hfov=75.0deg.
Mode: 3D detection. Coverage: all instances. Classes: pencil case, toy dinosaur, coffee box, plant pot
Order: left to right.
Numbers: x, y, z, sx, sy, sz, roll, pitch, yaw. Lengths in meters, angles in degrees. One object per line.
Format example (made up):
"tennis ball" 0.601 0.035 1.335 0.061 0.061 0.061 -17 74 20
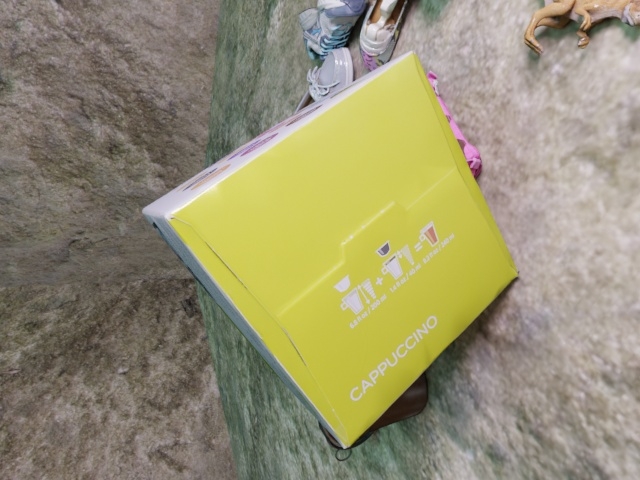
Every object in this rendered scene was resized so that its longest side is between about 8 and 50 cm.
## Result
"coffee box" 0.000 0.000 0.611 0.338 0.338 0.334 58 161 -18
"plant pot" 0.093 0.271 0.769 0.167 0.165 0.166 178 90 -64
"pencil case" 0.182 -0.170 0.667 0.098 0.095 0.209 -36 57 29
"toy dinosaur" 0.285 -0.286 0.493 0.112 0.064 0.211 -50 54 29

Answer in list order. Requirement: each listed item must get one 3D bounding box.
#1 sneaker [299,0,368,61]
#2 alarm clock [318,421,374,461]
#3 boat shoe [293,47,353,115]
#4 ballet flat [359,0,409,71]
"sneaker" 0.035 -0.489 0.974 0.283 0.110 0.122 -140 41 -66
"alarm clock" 0.057 0.390 0.889 0.064 0.130 0.191 -148 61 -61
"boat shoe" -0.013 -0.337 1.048 0.320 0.103 0.118 129 134 -54
"ballet flat" 0.122 -0.425 0.782 0.079 0.077 0.221 -54 -9 -52
